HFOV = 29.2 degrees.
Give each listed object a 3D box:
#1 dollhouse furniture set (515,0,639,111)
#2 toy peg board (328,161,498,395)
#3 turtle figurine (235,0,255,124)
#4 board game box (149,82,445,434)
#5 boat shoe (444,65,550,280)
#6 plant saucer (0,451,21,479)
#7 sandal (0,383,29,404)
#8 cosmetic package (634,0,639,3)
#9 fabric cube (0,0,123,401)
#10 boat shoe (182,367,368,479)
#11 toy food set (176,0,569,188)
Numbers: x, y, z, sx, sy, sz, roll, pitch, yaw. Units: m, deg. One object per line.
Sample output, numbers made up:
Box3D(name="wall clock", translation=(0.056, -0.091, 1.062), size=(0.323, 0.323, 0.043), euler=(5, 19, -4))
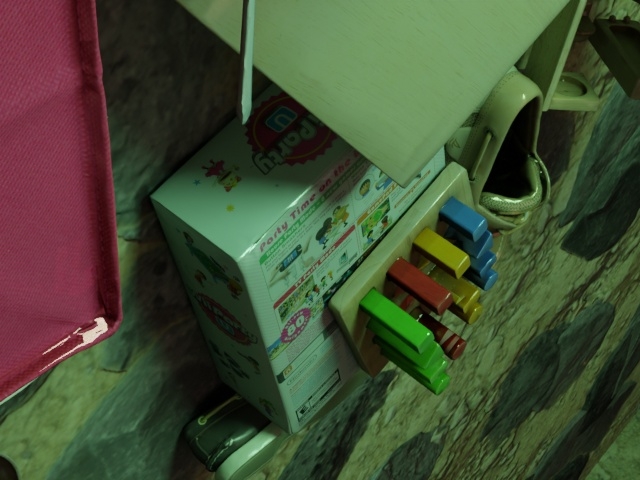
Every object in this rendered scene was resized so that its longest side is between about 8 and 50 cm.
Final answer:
Box3D(name="dollhouse furniture set", translation=(0.272, -0.210, 1.162), size=(0.151, 0.144, 0.123), euler=(1, 129, -15))
Box3D(name="toy peg board", translation=(0.101, 0.046, 1.048), size=(0.160, 0.079, 0.161), euler=(-48, 154, -12))
Box3D(name="turtle figurine", translation=(-0.111, -0.191, 0.509), size=(0.274, 0.198, 0.266), euler=(-53, 148, -9))
Box3D(name="board game box", translation=(0.000, 0.000, 1.021), size=(0.224, 0.097, 0.303), euler=(-45, 153, -20))
Box3D(name="boat shoe", translation=(0.158, -0.050, 1.199), size=(0.121, 0.110, 0.341), euler=(-45, 152, -18))
Box3D(name="plant saucer", translation=(-0.289, 0.209, 0.872), size=(0.168, 0.029, 0.168), euler=(-38, 149, -29))
Box3D(name="sandal", translation=(-0.288, 0.140, 0.709), size=(0.416, 0.102, 0.169), euler=(-42, 151, -22))
Box3D(name="cosmetic package", translation=(0.344, -0.237, 1.059), size=(0.160, 0.309, 0.113), euler=(8, 116, -60))
Box3D(name="fabric cube", translation=(-0.243, -0.058, 0.380), size=(0.254, 0.258, 0.259), euler=(-36, 148, -34))
Box3D(name="boat shoe", translation=(-0.028, 0.144, 1.170), size=(0.228, 0.069, 0.081), euler=(-33, 159, -35))
Box3D(name="toy food set", translation=(0.044, -0.182, 0.767), size=(0.220, 0.092, 0.306), euler=(-49, 142, 6))
